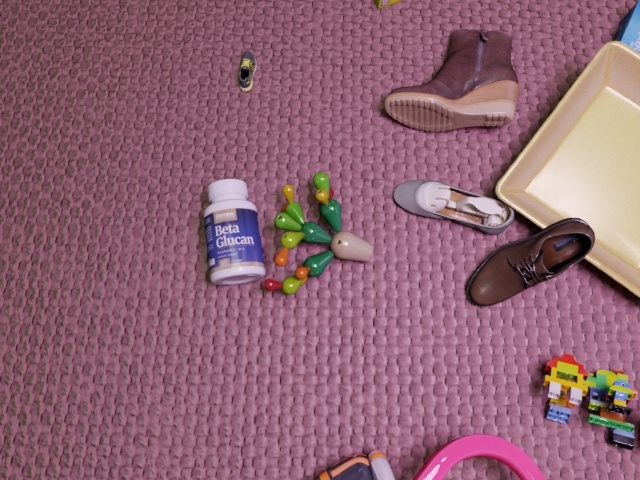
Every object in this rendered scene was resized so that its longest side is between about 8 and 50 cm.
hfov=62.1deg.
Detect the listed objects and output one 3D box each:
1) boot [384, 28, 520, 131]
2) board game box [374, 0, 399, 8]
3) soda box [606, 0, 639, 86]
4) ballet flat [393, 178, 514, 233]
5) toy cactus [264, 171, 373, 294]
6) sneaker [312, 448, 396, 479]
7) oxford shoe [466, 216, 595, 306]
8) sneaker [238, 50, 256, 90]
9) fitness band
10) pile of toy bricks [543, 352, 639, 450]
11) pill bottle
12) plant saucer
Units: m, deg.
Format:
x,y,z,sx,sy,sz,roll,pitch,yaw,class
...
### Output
x,y,z,sx,sy,sz,roll,pitch,yaw,class
0.248,-0.311,1.010,0.248,0.090,0.207,5,64,3,boot
0.125,-0.571,1.081,0.092,0.043,0.181,-21,76,-5,board game box
0.588,-0.349,1.011,0.071,0.067,0.210,27,77,7,soda box
0.237,-0.069,0.940,0.213,0.068,0.072,17,76,5,ballet flat
0.000,0.000,0.921,0.180,0.112,0.219,19,73,-14,toy cactus
0.069,0.494,0.782,0.180,0.125,0.321,-21,66,-1,sneaker
0.337,0.040,0.869,0.227,0.096,0.083,-38,88,21,oxford shoe
-0.141,-0.331,1.024,0.031,0.035,0.083,1,76,-1,sneaker
0.204,0.409,0.725,0.209,0.054,0.291,38,66,17,fitness band
0.468,0.250,0.853,0.212,0.118,0.105,12,47,19,pile of toy bricks
-0.151,-0.014,0.913,0.094,0.094,0.170,-9,76,-2,pill bottle
0.527,-0.113,0.918,0.332,0.081,0.333,38,92,9,plant saucer
